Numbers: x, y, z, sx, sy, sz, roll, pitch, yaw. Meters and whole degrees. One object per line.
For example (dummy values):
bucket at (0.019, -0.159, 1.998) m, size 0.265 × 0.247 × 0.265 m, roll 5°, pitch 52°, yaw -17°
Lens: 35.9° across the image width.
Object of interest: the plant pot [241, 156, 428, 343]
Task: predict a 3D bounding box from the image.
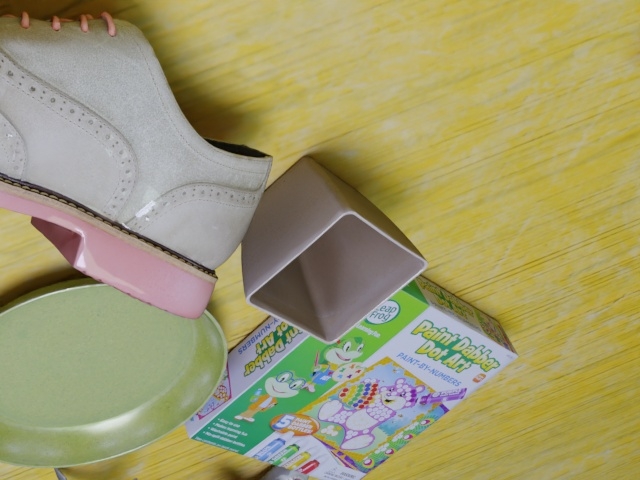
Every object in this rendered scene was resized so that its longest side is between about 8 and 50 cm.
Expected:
plant pot at (0.000, 0.000, 0.783) m, size 0.109 × 0.096 × 0.109 m, roll -41°, pitch 136°, yaw 17°

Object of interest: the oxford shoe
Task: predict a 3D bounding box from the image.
oxford shoe at (-0.189, -0.094, 0.599) m, size 0.397 × 0.140 × 0.146 m, roll 36°, pitch 86°, yaw -45°

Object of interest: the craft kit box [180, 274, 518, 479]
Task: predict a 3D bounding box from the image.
craft kit box at (0.033, 0.134, 0.974) m, size 0.246 × 0.061 × 0.250 m, roll -44°, pitch 136°, yaw 17°

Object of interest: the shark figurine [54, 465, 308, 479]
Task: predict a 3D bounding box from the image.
shark figurine at (-0.146, 0.299, 1.028) m, size 0.278 × 0.116 × 0.166 m, roll 6°, pitch 97°, yaw -41°

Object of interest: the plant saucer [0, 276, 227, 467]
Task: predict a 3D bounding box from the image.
plant saucer at (-0.201, 0.109, 0.844) m, size 0.241 × 0.037 × 0.241 m, roll -14°, pitch 138°, yaw -13°
